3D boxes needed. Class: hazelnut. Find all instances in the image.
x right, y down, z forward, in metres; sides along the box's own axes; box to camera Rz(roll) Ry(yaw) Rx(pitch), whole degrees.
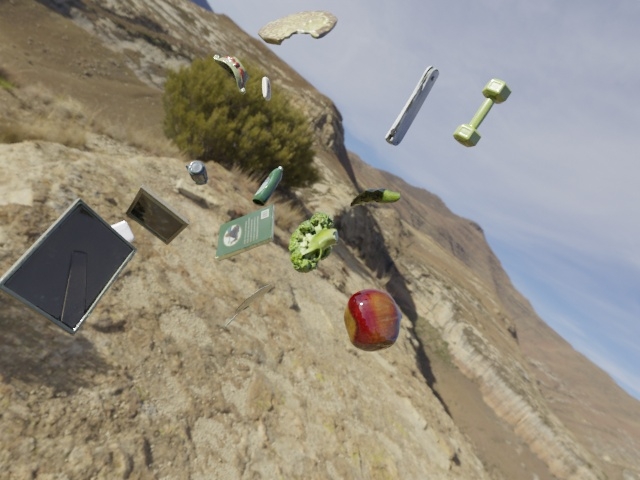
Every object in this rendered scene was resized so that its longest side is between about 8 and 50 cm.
[{"bbox_3d":[0.195,0.291,1.492,0.229,0.229,0.229,42,8,-8],"label":"hazelnut"}]

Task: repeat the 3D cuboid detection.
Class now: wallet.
[{"bbox_3d":[-0.869,-0.005,1.645,0.095,0.190,0.033,65,-11,-8],"label":"wallet"}]

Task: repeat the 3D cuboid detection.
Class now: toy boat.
[{"bbox_3d":[-0.338,-0.664,1.576,0.185,0.071,0.089,52,-11,1],"label":"toy boat"}]

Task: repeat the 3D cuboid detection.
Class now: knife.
[{"bbox_3d":[0.291,-0.428,1.282,0.040,0.265,0.073,40,19,27],"label":"knife"}]

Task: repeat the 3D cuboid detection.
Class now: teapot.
[{"bbox_3d":[-0.359,-0.193,1.149,0.064,0.049,0.083,6,-18,-7],"label":"teapot"}]

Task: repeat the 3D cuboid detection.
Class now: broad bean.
[{"bbox_3d":[0.188,-0.158,1.443,0.043,0.060,0.297,-6,4,-28],"label":"broad bean"}]

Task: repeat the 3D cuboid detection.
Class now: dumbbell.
[{"bbox_3d":[0.721,-0.566,1.793,0.121,0.302,0.108,39,12,28],"label":"dumbbell"}]

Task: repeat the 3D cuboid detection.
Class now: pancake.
[{"bbox_3d":[-0.066,-0.627,1.170,0.029,0.235,0.212,78,12,-47],"label":"pancake"}]

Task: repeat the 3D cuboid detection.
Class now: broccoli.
[{"bbox_3d":[-0.001,-0.001,1.786,0.186,0.302,0.254,41,35,-34],"label":"broccoli"}]

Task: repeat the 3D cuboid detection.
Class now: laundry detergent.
[{"bbox_3d":[-0.249,-0.267,1.936,0.063,0.211,0.137,35,-16,-19],"label":"laundry detergent"}]

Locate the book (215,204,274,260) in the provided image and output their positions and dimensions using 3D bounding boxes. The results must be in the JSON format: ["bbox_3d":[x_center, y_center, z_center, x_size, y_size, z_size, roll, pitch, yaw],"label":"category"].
[{"bbox_3d":[-0.424,-0.045,2.273,0.043,0.371,0.260,52,27,-45],"label":"book"}]

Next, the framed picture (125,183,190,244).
[{"bbox_3d":[-0.610,-0.087,1.489,0.209,0.019,0.281,41,-35,-16],"label":"framed picture"}]

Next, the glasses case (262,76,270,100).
[{"bbox_3d":[-0.194,-0.546,1.443,0.032,0.021,0.083,7,78,-65],"label":"glasses case"}]

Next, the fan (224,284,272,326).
[{"bbox_3d":[-0.339,0.295,1.839,0.012,0.294,0.223,49,-12,8],"label":"fan"}]

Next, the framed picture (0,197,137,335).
[{"bbox_3d":[-0.676,0.069,1.108,0.232,0.024,0.315,55,39,-36],"label":"framed picture"}]
